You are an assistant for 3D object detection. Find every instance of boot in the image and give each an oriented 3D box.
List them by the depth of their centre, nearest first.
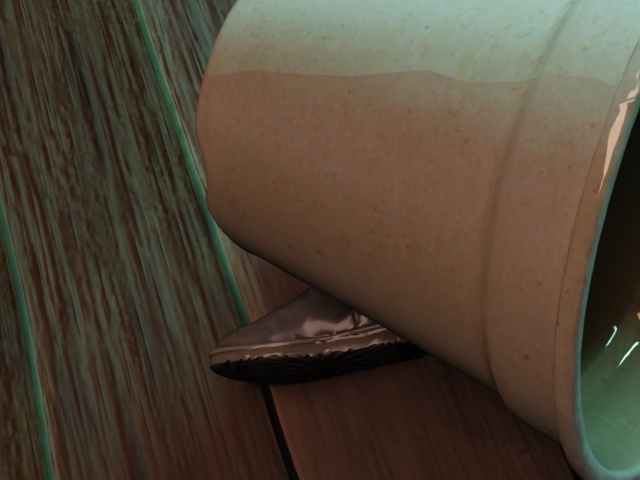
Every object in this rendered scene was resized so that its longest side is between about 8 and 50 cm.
[{"bbox_3d":[-0.001,0.001,0.939,0.189,0.076,0.209,-9,68,7],"label":"boot"}]

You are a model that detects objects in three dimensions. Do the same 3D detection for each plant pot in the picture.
[{"bbox_3d":[0.101,-0.054,0.757,0.305,0.334,0.334,18,75,33],"label":"plant pot"}]
